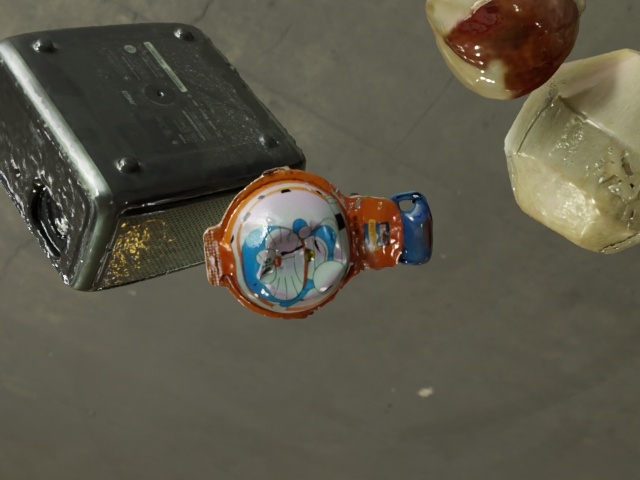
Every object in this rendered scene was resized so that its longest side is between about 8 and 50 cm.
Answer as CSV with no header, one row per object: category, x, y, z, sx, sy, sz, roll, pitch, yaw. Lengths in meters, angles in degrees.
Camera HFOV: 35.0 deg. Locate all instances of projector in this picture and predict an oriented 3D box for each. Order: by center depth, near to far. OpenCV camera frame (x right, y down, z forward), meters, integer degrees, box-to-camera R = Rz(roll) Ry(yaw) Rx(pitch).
projector,-0.289,-0.156,1.661,0.395,0.405,0.242,51,135,26

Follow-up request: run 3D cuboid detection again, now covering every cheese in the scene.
cheese,0.000,0.000,1.407,0.329,0.216,0.129,-7,-167,-18

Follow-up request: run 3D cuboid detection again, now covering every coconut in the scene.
coconut,0.491,-0.158,1.737,0.353,0.352,0.352,11,145,8

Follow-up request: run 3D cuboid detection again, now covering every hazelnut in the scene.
hazelnut,0.281,-0.350,1.526,0.241,0.261,0.261,-19,139,4
